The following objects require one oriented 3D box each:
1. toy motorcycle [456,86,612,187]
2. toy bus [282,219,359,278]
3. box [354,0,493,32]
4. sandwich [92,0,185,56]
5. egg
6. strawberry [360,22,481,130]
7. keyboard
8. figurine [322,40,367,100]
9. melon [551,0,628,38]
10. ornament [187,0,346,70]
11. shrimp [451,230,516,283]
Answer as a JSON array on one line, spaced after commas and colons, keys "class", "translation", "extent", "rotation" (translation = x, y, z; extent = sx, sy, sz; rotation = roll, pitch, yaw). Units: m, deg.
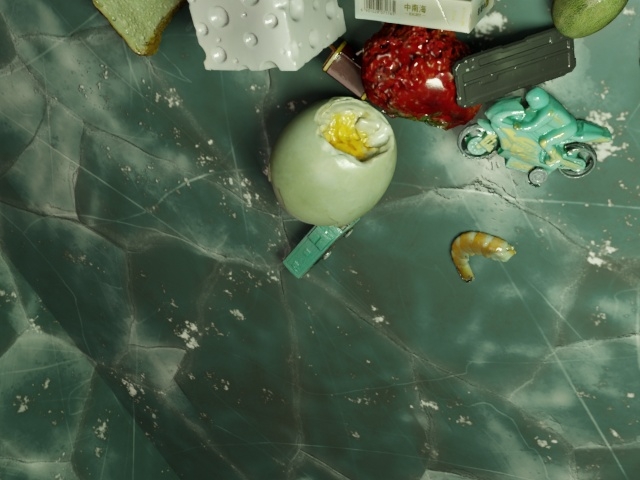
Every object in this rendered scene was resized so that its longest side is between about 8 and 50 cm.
[{"class": "toy motorcycle", "translation": [0.444, -0.223, 1.623], "extent": [0.296, 0.109, 0.198], "rotation": [15, 132, -6]}, {"class": "toy bus", "translation": [0.000, 0.000, 2.110], "extent": [0.091, 0.109, 0.262], "rotation": [45, 135, 4]}, {"class": "box", "translation": [0.207, -0.482, 1.563], "extent": [0.242, 0.155, 0.067], "rotation": [14, 131, 23]}, {"class": "sandwich", "translation": [-0.440, -0.609, 1.933], "extent": [0.226, 0.087, 0.251], "rotation": [45, 133, -7]}, {"class": "egg", "translation": [0.019, -0.168, 1.844], "extent": [0.278, 0.278, 0.336], "rotation": [39, 141, 1]}, {"class": "strawberry", "translation": [0.207, -0.356, 1.629], "extent": [0.274, 0.274, 0.221], "rotation": [14, 93, 24]}, {"class": "keyboard", "translation": [0.378, -0.339, 1.532], "extent": [0.016, 0.262, 0.106], "rotation": [-123, 16, -56]}, {"class": "figurine", "translation": [0.072, -0.399, 1.764], "extent": [0.154, 0.082, 0.098], "rotation": [38, 124, -8]}, {"class": "melon", "translation": [0.495, -0.441, 1.433], "extent": [0.114, 0.114, 0.167], "rotation": [42, 136, -2]}, {"class": "ornament", "translation": [-0.117, -0.516, 1.685], "extent": [0.239, 0.239, 0.240], "rotation": [7, 127, 29]}, {"class": "shrimp", "translation": [0.395, 0.052, 1.932], "extent": [0.161, 0.049, 0.166], "rotation": [17, 132, 25]}]
